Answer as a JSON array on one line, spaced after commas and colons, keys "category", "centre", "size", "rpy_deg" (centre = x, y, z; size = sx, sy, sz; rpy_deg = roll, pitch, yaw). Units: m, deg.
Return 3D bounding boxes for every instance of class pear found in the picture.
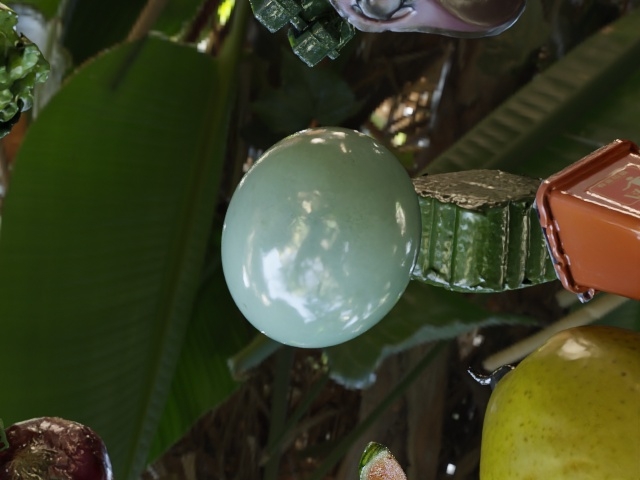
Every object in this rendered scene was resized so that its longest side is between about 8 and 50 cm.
[{"category": "pear", "centre": [0.367, 0.298, 1.223], "size": [0.362, 0.362, 0.418], "rpy_deg": [-15, -121, -40]}]

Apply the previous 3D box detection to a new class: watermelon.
[{"category": "watermelon", "centre": [0.104, 0.439, 1.955], "size": [0.069, 0.163, 0.087], "rpy_deg": [-43, -143, -24]}]

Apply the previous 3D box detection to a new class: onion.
[{"category": "onion", "centre": [-0.471, 0.418, 1.775], "size": [0.246, 0.190, 0.246], "rpy_deg": [-2, -141, 1]}]

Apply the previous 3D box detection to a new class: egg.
[{"category": "egg", "centre": [0.000, 0.000, 1.481], "size": [0.276, 0.389, 0.276], "rpy_deg": [5, -121, -9]}]

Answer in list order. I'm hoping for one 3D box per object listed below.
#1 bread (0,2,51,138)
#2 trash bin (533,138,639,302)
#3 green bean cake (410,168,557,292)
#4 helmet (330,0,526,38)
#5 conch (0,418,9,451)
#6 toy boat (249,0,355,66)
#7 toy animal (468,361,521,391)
[{"category": "bread", "centre": [-0.561, -0.250, 1.314], "size": [0.376, 0.251, 0.208], "rpy_deg": [30, 171, 16]}, {"category": "trash bin", "centre": [0.388, 0.001, 1.253], "size": [0.161, 0.184, 0.239], "rpy_deg": [-29, -156, -15]}, {"category": "green bean cake", "centre": [0.290, -0.008, 1.964], "size": [0.335, 0.218, 0.319], "rpy_deg": [-11, -164, -34]}, {"category": "helmet", "centre": [0.066, -0.344, 0.932], "size": [0.338, 0.197, 0.271], "rpy_deg": [24, -128, -1]}, {"category": "conch", "centre": [-0.168, 0.062, 0.430], "size": [0.089, 0.074, 0.121], "rpy_deg": [40, -179, -2]}, {"category": "toy boat", "centre": [-0.054, -0.322, 1.207], "size": [0.141, 0.092, 0.319], "rpy_deg": [37, -158, -37]}, {"category": "toy animal", "centre": [0.317, 0.225, 1.552], "size": [0.084, 0.148, 0.233], "rpy_deg": [-7, 177, -31]}]
